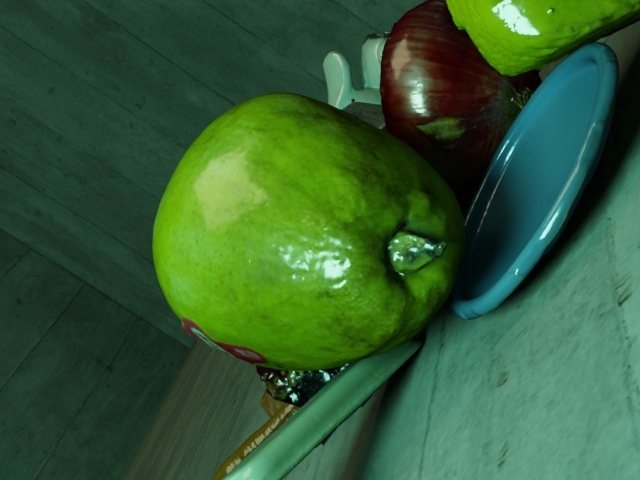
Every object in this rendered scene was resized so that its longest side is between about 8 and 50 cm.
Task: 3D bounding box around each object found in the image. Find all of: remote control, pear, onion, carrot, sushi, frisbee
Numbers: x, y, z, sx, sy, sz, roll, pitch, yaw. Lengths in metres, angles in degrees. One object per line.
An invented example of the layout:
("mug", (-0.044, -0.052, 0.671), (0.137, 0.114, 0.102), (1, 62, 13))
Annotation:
("remote control", (0.004, 0.173, 1.010), (0.090, 0.038, 0.309), (-40, -4, 40))
("pear", (0.000, 0.000, 1.003), (0.375, 0.287, 0.287), (6, 60, 56))
("onion", (0.165, -0.164, 1.149), (0.161, 0.248, 0.248), (-22, 25, 31))
("carrot", (-0.045, 0.254, 1.339), (0.336, 0.069, 0.069), (-48, 8, 12))
("sushi", (-0.006, 0.126, 1.230), (0.172, 0.150, 0.153), (-54, 8, 23))
("frisbee", (0.208, -0.049, 0.955), (0.289, 0.049, 0.289), (-63, 6, 13))

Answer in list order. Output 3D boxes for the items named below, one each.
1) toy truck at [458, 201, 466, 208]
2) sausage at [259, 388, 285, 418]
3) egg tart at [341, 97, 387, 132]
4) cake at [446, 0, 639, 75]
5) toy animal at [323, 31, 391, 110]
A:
("toy truck", (0.151, -0.078, 1.317), (0.201, 0.074, 0.088), (-60, 25, -1))
("sausage", (-0.028, 0.197, 1.432), (0.169, 0.065, 0.065), (-52, 8, 46))
("egg tart", (0.026, -0.102, 1.260), (0.234, 0.094, 0.234), (-43, 1, 1))
("cake", (0.243, -0.283, 0.976), (0.260, 0.179, 0.156), (-25, -3, -15))
("toy animal", (0.129, -0.270, 1.953), (0.174, 0.249, 0.289), (13, -107, -63))
